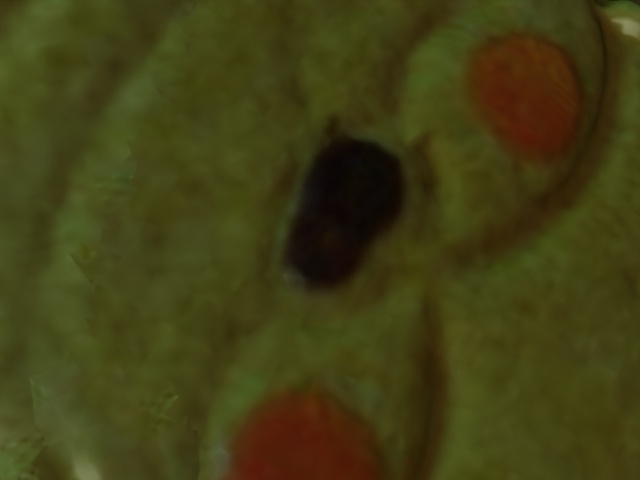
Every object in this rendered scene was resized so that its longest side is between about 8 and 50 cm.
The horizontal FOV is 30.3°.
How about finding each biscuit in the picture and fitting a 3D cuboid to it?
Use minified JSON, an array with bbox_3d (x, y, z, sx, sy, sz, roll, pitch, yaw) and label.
[{"bbox_3d":[0.000,0.000,0.400,0.455,0.078,0.350,39,68,-7],"label":"biscuit"}]
